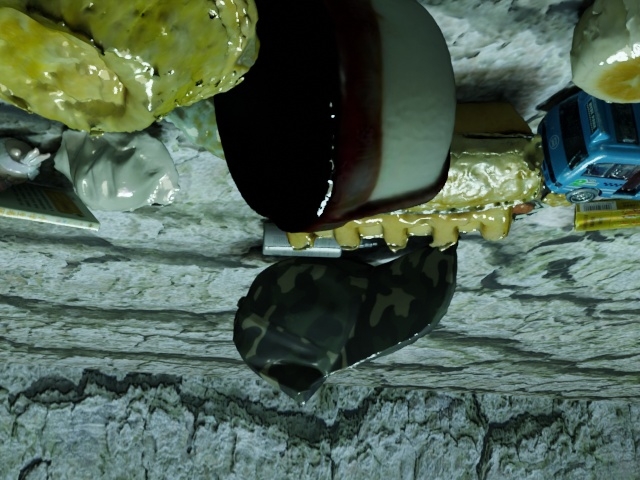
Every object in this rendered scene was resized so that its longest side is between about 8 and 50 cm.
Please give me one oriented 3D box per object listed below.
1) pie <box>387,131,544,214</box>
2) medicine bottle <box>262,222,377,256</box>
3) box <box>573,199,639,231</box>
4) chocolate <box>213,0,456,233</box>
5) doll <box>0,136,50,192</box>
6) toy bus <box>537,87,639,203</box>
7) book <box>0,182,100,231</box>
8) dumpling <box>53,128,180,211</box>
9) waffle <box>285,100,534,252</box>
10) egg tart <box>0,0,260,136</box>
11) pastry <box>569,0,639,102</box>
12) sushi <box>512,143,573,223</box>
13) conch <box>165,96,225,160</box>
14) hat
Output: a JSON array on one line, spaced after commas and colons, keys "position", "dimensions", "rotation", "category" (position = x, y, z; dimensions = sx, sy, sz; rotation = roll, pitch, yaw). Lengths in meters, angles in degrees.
[{"position": [0.133, -0.080, 1.150], "dimensions": [0.282, 0.068, 0.128], "rotation": [-2, 147, 17], "category": "pie"}, {"position": [0.000, 0.000, 1.603], "dimensions": [0.199, 0.058, 0.057], "rotation": [2, 161, -4], "category": "medicine bottle"}, {"position": [0.496, -0.043, 1.519], "dimensions": [0.156, 0.022, 0.089], "rotation": [-3, 161, 11], "category": "box"}, {"position": [0.023, -0.148, 0.935], "dimensions": [0.186, 0.283, 0.283], "rotation": [-14, 169, -28], "category": "chocolate"}, {"position": [-0.432, -0.101, 1.281], "dimensions": [0.127, 0.084, 0.073], "rotation": [-5, 148, 34], "category": "doll"}, {"position": [0.408, -0.119, 1.168], "dimensions": [0.246, 0.113, 0.134], "rotation": [4, 156, -14], "category": "toy bus"}, {"position": [-0.477, -0.068, 1.317], "dimensions": [0.295, 0.020, 0.208], "rotation": [10, -170, -27], "category": "book"}, {"position": [-0.282, -0.104, 1.261], "dimensions": [0.188, 0.108, 0.127], "rotation": [14, 140, 12], "category": "dumpling"}, {"position": [0.105, -0.084, 1.282], "dimensions": [0.348, 0.077, 0.304], "rotation": [-1, 151, 5], "category": "waffle"}, {"position": [-0.226, -0.195, 0.835], "dimensions": [0.345, 0.132, 0.345], "rotation": [14, 158, 6], "category": "egg tart"}, {"position": [0.339, -0.206, 0.964], "dimensions": [0.166, 0.088, 0.166], "rotation": [-1, 164, 0], "category": "pastry"}, {"position": [0.280, -0.061, 1.432], "dimensions": [0.264, 0.050, 0.290], "rotation": [12, 158, -30], "category": "sushi"}, {"position": [-0.118, -0.153, 1.106], "dimensions": [0.173, 0.106, 0.116], "rotation": [21, 179, -4], "category": "conch"}, {"position": [0.047, 0.074, 1.636], "dimensions": [0.257, 0.366, 0.382], "rotation": [35, 122, -13], "category": "hat"}]
